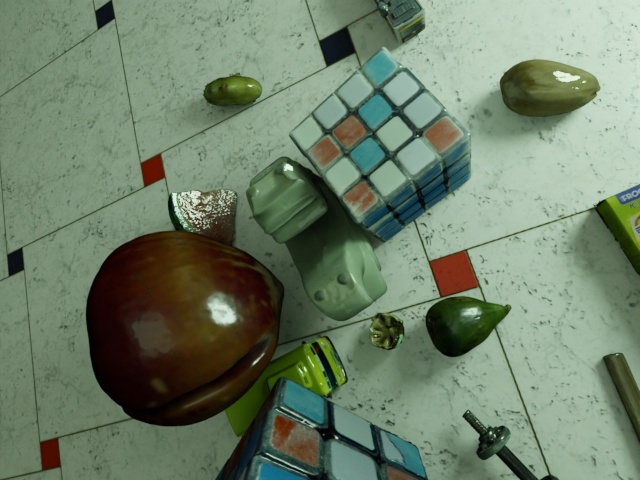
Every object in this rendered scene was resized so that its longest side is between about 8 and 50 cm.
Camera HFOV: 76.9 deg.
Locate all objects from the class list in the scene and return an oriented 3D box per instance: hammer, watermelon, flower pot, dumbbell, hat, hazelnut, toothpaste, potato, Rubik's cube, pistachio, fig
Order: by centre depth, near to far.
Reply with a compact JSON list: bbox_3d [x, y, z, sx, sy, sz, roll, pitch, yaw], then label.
[{"bbox_3d":[-0.021,0.518,0.692,0.363,0.359,0.362,29,102,-7],"label":"Rubik's cube"},{"bbox_3d":[0.587,0.383,0.706,0.111,0.043,0.365,-20,73,20],"label":"hammer"},{"bbox_3d":[0.634,0.047,0.712,0.110,0.077,0.327,-27,74,17],"label":"toothpaste"},{"bbox_3d":[0.371,0.428,0.761,0.081,0.081,0.254,-48,69,9],"label":"dumbbell"},{"bbox_3d":[0.305,0.161,0.820,0.178,0.117,0.117,-21,75,7],"label":"fig"},{"bbox_3d":[0.462,-0.310,0.824,0.186,0.126,0.108,16,131,20],"label":"pistachio"},{"bbox_3d":[0.136,-0.179,0.848,0.259,0.256,0.253,-37,71,13],"label":"Rubik's cube"},{"bbox_3d":[-0.292,0.154,0.858,0.402,0.429,0.402,-4,105,-14],"label":"hazelnut"},{"bbox_3d":[0.000,0.000,0.880,0.165,0.254,0.367,-38,72,13],"label":"flower pot"},{"bbox_3d":[0.152,0.202,0.895,0.076,0.059,0.077,5,79,39],"label":"hat"},{"bbox_3d":[-0.305,-0.047,1.085,0.207,0.136,0.202,37,103,7],"label":"watermelon"},{"bbox_3d":[-0.252,-0.418,1.127,0.188,0.105,0.085,6,103,35],"label":"potato"}]

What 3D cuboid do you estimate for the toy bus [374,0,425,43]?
[{"bbox_3d":[0.166,-0.604,0.980,0.092,0.106,0.268,-28,71,16],"label":"toy bus"}]

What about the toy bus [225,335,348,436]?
[{"bbox_3d":[-0.085,0.330,0.920,0.262,0.150,0.128,-31,74,15],"label":"toy bus"}]
